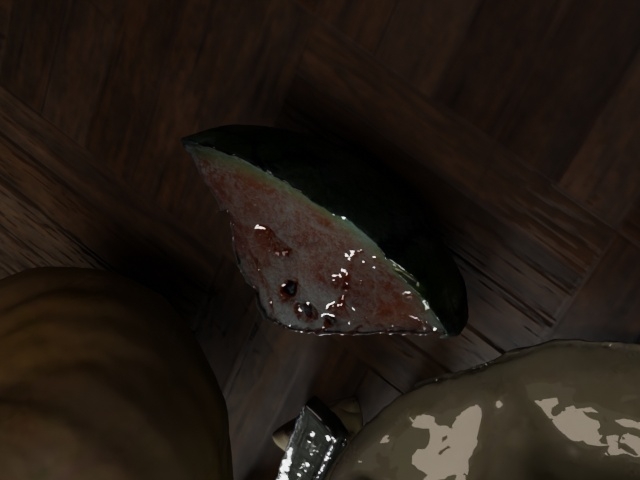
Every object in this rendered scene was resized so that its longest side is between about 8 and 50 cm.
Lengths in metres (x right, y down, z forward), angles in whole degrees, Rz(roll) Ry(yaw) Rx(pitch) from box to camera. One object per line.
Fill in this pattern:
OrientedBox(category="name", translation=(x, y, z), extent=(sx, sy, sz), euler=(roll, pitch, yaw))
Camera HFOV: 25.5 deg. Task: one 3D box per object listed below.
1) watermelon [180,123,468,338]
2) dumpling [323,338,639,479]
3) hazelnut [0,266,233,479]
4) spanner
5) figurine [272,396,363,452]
OrientedBox(category="watermelon", translation=(0.000, 0.000, 0.817), extent=(0.187, 0.071, 0.139), euler=(37, 142, 1))
OrientedBox(category="dumpling", translation=(0.186, 0.214, 0.757), extent=(0.315, 0.233, 0.395), euler=(-48, 68, 15))
OrientedBox(category="hazelnut", translation=(-0.175, 0.142, 0.921), extent=(0.241, 0.261, 0.261), euler=(5, 128, -2))
OrientedBox(category="spanner", translation=(-0.025, 0.182, 0.945), extent=(0.093, 0.026, 0.325), euler=(40, 148, 15))
OrientedBox(category="figurine", translation=(0.004, 0.134, 0.910), extent=(0.050, 0.047, 0.083), euler=(65, 153, 2))
